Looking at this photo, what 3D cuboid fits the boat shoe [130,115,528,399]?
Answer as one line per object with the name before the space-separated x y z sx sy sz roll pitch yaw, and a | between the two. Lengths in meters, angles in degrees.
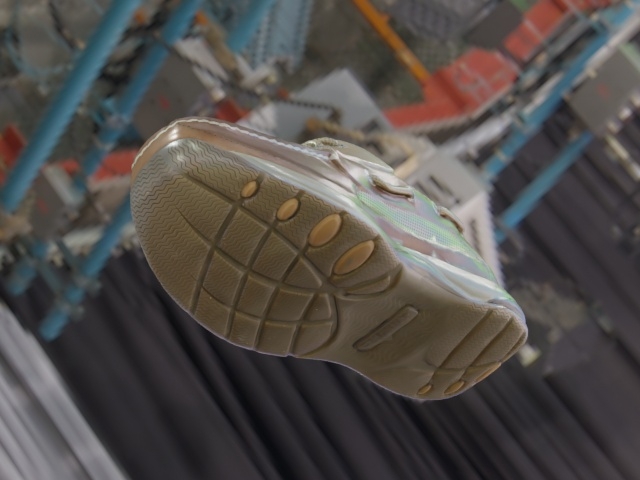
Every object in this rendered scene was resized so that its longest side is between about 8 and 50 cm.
boat shoe | 0.000 0.000 0.988 0.123 0.116 0.324 -34 -38 20
